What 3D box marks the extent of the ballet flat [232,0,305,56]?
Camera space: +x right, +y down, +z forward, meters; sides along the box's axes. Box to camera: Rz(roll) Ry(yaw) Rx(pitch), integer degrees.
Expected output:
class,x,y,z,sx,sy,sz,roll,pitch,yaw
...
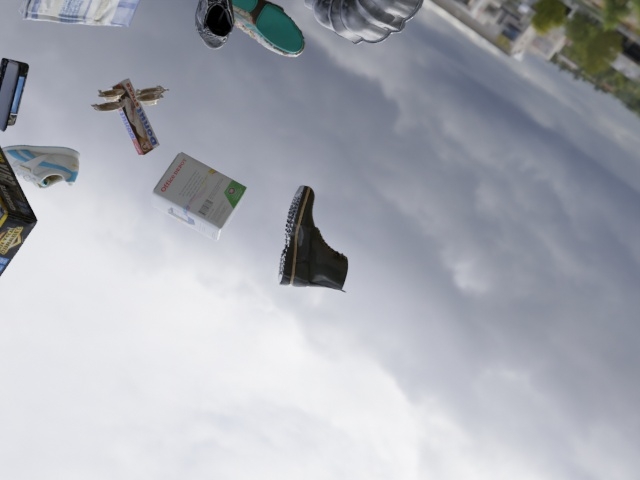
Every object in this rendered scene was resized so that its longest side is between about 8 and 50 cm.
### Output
class,x,y,z,sx,sy,sz,roll,pitch,yaw
ballet flat,-0.135,-0.459,1.735,0.241,0.091,0.077,37,168,-7

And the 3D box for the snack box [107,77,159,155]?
class,x,y,z,sx,sy,sz,roll,pitch,yaw
snack box,-0.451,-0.298,2.040,0.064,0.022,0.178,-46,-60,-47

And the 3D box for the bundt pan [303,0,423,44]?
class,x,y,z,sx,sy,sz,roll,pitch,yaw
bundt pan,0.081,-0.609,1.878,0.331,0.331,0.124,45,-151,26

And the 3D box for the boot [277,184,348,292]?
class,x,y,z,sx,sy,sz,roll,pitch,yaw
boot,0.000,0.000,1.638,0.137,0.198,0.077,11,-176,-12

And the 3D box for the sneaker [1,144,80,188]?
class,x,y,z,sx,sy,sz,roll,pitch,yaw
sneaker,-0.712,-0.179,2.080,0.229,0.092,0.087,-1,164,3

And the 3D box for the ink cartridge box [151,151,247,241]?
class,x,y,z,sx,sy,sz,roll,pitch,yaw
ink cartridge box,-0.332,-0.121,2.300,0.212,0.093,0.154,29,-116,0

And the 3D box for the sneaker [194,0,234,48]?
class,x,y,z,sx,sy,sz,roll,pitch,yaw
sneaker,-0.145,-0.305,1.154,0.051,0.170,0.089,-1,-123,-10

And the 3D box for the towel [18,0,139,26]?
class,x,y,z,sx,sy,sz,roll,pitch,yaw
towel,-0.492,-0.556,1.808,0.034,0.209,0.285,46,-149,22

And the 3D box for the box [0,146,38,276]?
class,x,y,z,sx,sy,sz,roll,pitch,yaw
box,-0.689,-0.044,1.637,0.079,0.257,0.322,23,-158,-49

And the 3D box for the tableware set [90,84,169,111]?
class,x,y,z,sx,sy,sz,roll,pitch,yaw
tableware set,-0.402,-0.304,1.781,0.169,0.020,0.141,-10,-154,-11

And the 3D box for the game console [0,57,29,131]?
class,x,y,z,sx,sy,sz,roll,pitch,yaw
game console,-0.546,-0.258,1.511,0.071,0.122,0.107,20,-171,14
